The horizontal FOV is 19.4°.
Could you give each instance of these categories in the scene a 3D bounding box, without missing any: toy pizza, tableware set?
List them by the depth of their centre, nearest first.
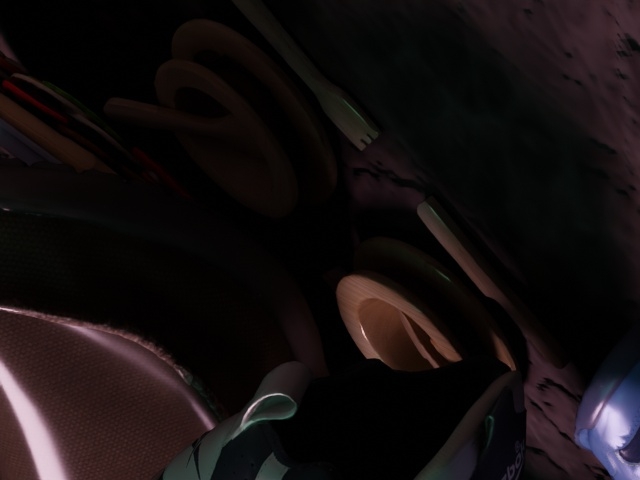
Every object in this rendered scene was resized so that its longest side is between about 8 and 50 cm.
[{"bbox_3d":[0.000,0.000,0.712,0.194,0.039,0.128,49,158,0],"label":"tableware set"},{"bbox_3d":[-0.110,-0.044,0.801,0.201,0.032,0.201,36,179,1],"label":"toy pizza"}]

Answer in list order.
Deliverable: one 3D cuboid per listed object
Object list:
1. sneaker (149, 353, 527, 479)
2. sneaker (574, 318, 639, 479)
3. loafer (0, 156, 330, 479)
[{"bbox_3d":[0.057,0.118,0.633,0.235,0.094,0.153,33,130,2],"label":"sneaker"},{"bbox_3d":[0.122,0.074,0.595,0.059,0.053,0.144,36,164,38],"label":"sneaker"},{"bbox_3d":[-0.064,0.086,0.743,0.134,0.130,0.366,6,155,28],"label":"loafer"}]
